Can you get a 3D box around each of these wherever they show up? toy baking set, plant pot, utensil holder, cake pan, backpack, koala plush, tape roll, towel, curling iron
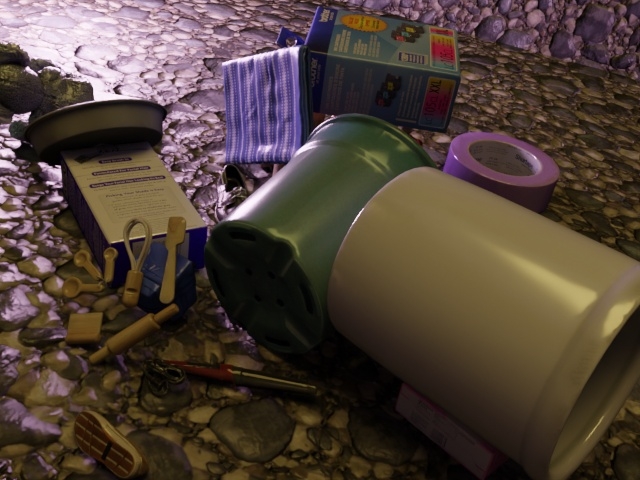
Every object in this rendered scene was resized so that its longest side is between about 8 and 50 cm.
[{"bbox_3d":[-0.310,0.071,1.186,0.256,0.030,0.197,-28,69,7],"label":"toy baking set"},{"bbox_3d":[0.000,0.000,1.296,0.341,0.341,0.334,29,45,25],"label":"plant pot"},{"bbox_3d":[0.249,0.103,1.082,0.385,0.328,0.327,33,39,33],"label":"utensil holder"},{"bbox_3d":[-0.458,-0.217,1.552,0.293,0.293,0.054,-11,83,-30],"label":"cake pan"},{"bbox_3d":[-0.268,0.078,1.260,0.098,0.120,0.101,32,59,23],"label":"backpack"},{"bbox_3d":[-0.613,-0.311,1.580,0.203,0.196,0.221,16,-3,29],"label":"koala plush"},{"bbox_3d":[0.448,-0.169,1.869,0.274,0.090,0.275,9,33,-6],"label":"tape roll"},{"bbox_3d":[-0.124,-0.284,1.625,0.040,0.243,0.336,-7,8,-37],"label":"towel"},{"bbox_3d":[-0.141,0.220,1.163,0.273,0.035,0.068,7,38,-5],"label":"curling iron"}]

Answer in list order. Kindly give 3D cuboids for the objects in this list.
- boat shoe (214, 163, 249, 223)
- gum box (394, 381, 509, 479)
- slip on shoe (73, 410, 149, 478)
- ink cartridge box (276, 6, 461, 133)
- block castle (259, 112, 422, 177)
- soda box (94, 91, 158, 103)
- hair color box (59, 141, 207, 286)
[{"bbox_3d":[-0.186,-0.090,1.582,0.075,0.065,0.206,1,35,-15],"label":"boat shoe"},{"bbox_3d":[0.216,0.270,1.169,0.107,0.062,0.188,-22,45,-40],"label":"gum box"},{"bbox_3d":[-0.287,0.280,1.028,0.135,0.051,0.041,24,-5,32],"label":"slip on shoe"},{"bbox_3d":[0.100,-0.388,1.662,0.395,0.151,0.270,8,37,1],"label":"ink cartridge box"},{"bbox_3d":[0.005,-0.266,1.769,0.302,0.213,0.453,-11,39,-30],"label":"block castle"},{"bbox_3d":[-0.490,-0.323,1.847,0.168,0.053,0.060,8,33,-6],"label":"soda box"},{"bbox_3d":[-0.369,-0.062,1.451,0.185,0.110,0.339,-11,41,-28],"label":"hair color box"}]
